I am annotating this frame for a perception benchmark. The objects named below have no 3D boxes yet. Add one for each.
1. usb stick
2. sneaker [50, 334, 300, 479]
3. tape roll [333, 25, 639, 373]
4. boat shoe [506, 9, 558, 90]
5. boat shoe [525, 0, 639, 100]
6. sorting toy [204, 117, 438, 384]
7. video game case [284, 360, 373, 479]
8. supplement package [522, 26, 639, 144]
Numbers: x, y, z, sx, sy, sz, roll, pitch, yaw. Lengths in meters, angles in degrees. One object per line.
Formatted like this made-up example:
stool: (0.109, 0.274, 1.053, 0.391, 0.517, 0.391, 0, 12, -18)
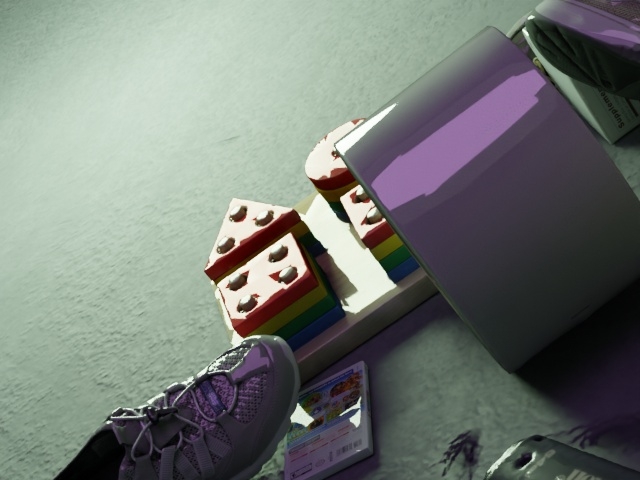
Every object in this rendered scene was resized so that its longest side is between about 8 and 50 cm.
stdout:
usb stick: (0.223, 0.202, 1.459, 0.077, 0.045, 0.278, -49, 31, -17)
sneaker: (-0.137, 0.185, 1.781, 0.281, 0.115, 0.105, -43, 53, 2)
tape roll: (0.147, -0.034, 1.670, 0.169, 0.246, 0.246, -37, 30, 1)
boat shoe: (0.194, -0.151, 1.953, 0.228, 0.081, 0.068, -40, 33, 10)
boat shoe: (0.329, -0.161, 1.704, 0.320, 0.118, 0.103, 24, 70, 35)
sorting toy: (0.000, 0.000, 1.937, 0.257, 0.089, 0.255, -35, 30, 6)
video game case: (0.006, 0.166, 1.779, 0.087, 0.011, 0.122, -29, 31, 17)
supplement package: (0.300, -0.196, 1.867, 0.179, 0.105, 0.105, -36, 32, 2)
